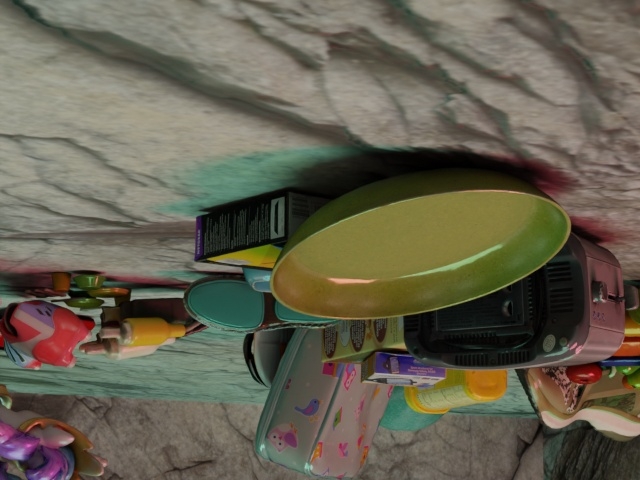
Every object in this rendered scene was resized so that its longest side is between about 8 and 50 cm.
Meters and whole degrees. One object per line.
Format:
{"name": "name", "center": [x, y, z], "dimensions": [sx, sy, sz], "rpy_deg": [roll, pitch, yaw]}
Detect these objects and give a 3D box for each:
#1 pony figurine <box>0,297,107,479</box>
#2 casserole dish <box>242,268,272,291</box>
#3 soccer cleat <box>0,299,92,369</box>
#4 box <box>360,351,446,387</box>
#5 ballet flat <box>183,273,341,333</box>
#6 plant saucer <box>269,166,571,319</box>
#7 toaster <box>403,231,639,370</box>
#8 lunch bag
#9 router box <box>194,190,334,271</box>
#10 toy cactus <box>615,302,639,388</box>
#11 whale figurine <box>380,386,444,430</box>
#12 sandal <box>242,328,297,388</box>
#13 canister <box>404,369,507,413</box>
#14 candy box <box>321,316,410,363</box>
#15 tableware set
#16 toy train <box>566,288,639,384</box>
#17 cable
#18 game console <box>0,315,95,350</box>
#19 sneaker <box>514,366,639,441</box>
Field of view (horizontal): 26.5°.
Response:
{"name": "pony figurine", "center": [-0.440, 0.153, 1.482], "dimensions": [0.363, 0.303, 0.351], "rpy_deg": [23, 174, 40]}
{"name": "casserole dish", "center": [0.001, 0.031, 1.382], "dimensions": [0.188, 0.037, 0.114], "rpy_deg": [0, 170, -1]}
{"name": "soccer cleat", "center": [-0.344, 0.103, 1.611], "dimensions": [0.095, 0.083, 0.248], "rpy_deg": [37, 165, -19]}
{"name": "box", "center": [0.094, 0.147, 1.540], "dimensions": [0.081, 0.028, 0.136], "rpy_deg": [4, 170, -5]}
{"name": "ballet flat", "center": [-0.063, 0.071, 1.542], "dimensions": [0.188, 0.070, 0.070], "rpy_deg": [6, 169, -10]}
{"name": "plant saucer", "center": [0.076, 0.001, 1.074], "dimensions": [0.241, 0.037, 0.241], "rpy_deg": [-9, 157, -4]}
{"name": "toaster", "center": [0.180, 0.061, 1.283], "dimensions": [0.227, 0.129, 0.146], "rpy_deg": [-8, 168, 34]}
{"name": "lunch bag", "center": [0.016, 0.215, 1.884], "dimensions": [0.108, 0.224, 0.279], "rpy_deg": [17, 175, 18]}
{"name": "router box", "center": [0.000, 0.000, 1.185], "dimensions": [0.179, 0.046, 0.133], "rpy_deg": [9, 167, -38]}
{"name": "toy cactus", "center": [0.456, 0.122, 1.733], "dimensions": [0.180, 0.112, 0.219], "rpy_deg": [-18, 167, -2]}
{"name": "whale figurine", "center": [0.145, 0.230, 2.114], "dimensions": [0.216, 0.141, 0.272], "rpy_deg": [3, 176, -13]}
{"name": "sandal", "center": [-0.062, 0.166, 1.932], "dimensions": [0.076, 0.102, 0.265], "rpy_deg": [3, 171, 20]}
{"name": "canister", "center": [0.185, 0.170, 1.871], "dimensions": [0.073, 0.126, 0.170], "rpy_deg": [6, 167, -24]}
{"name": "candy box", "center": [0.143, 0.091, 1.548], "dimensions": [0.183, 0.087, 0.316], "rpy_deg": [6, 169, -22]}
{"name": "tableware set", "center": [-0.268, 0.057, 1.588], "dimensions": [0.104, 0.024, 0.154], "rpy_deg": [-6, 167, 17]}
{"name": "toy train", "center": [0.390, 0.096, 1.563], "dimensions": [0.248, 0.105, 0.143], "rpy_deg": [-2, 156, 16]}
{"name": "cable", "center": [-0.149, 0.106, 1.632], "dimensions": [0.287, 0.072, 0.139], "rpy_deg": [0, 169, -25]}
{"name": "game console", "center": [-0.413, 0.112, 1.909], "dimensions": [0.124, 0.085, 0.144], "rpy_deg": [-42, 148, 27]}
{"name": "sneaker", "center": [0.413, 0.174, 1.984], "dimensions": [0.182, 0.158, 0.410], "rpy_deg": [-40, 148, 24]}
